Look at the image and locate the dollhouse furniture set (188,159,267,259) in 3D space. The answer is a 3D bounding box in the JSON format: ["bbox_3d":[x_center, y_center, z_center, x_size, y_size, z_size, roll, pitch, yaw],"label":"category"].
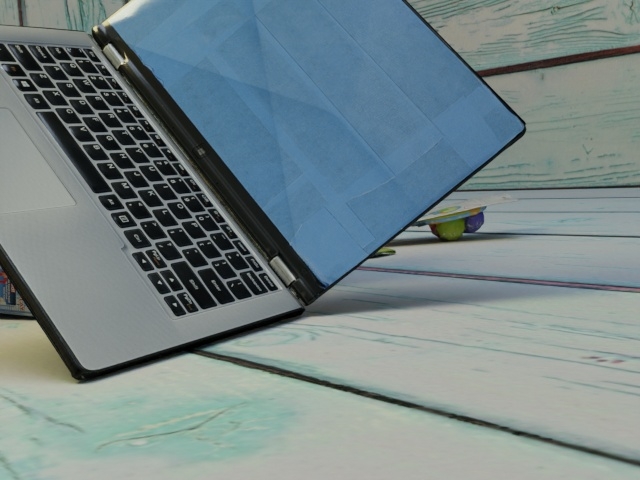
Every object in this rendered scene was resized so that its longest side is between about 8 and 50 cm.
[{"bbox_3d":[-0.259,-0.118,1.077,0.395,0.256,0.362,5,-2,7],"label":"dollhouse furniture set"}]

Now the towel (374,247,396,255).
[{"bbox_3d":[0.060,0.017,1.293,0.083,0.009,0.060,2,7,43],"label":"towel"}]

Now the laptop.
[{"bbox_3d":[-0.101,-0.139,0.779,0.408,0.382,0.236,-12,-33,-54],"label":"laptop"}]

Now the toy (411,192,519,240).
[{"bbox_3d":[0.194,-0.028,1.442,0.237,0.056,0.137,-9,8,4],"label":"toy"}]

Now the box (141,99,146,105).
[{"bbox_3d":[-0.470,-0.108,1.617,0.290,0.279,0.177,-8,6,-41],"label":"box"}]

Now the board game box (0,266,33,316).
[{"bbox_3d":[-0.316,0.043,0.994,0.194,0.060,0.194,5,5,41],"label":"board game box"}]
